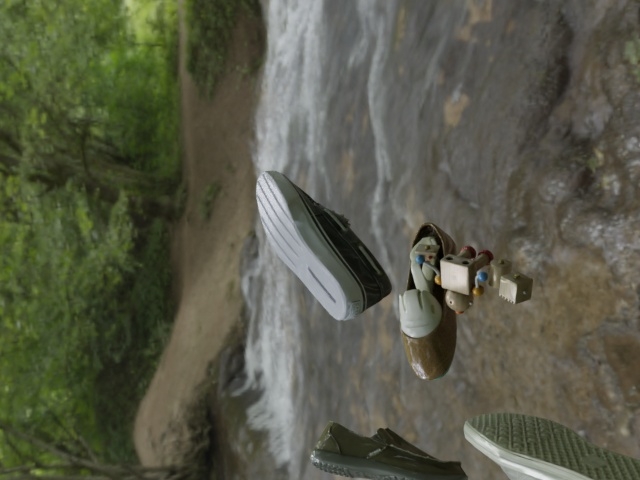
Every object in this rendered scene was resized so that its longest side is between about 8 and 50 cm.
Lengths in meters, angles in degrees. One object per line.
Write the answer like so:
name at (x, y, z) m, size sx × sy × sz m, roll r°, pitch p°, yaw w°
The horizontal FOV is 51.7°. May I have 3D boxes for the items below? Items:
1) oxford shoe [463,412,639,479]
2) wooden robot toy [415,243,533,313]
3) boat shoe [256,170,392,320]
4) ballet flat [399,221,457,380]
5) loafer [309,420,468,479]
oxford shoe at (0.397, 0.392, 1.078) m, size 0.449 × 0.169 × 0.130 m, roll 12°, pitch 109°, yaw 60°
wooden robot toy at (0.193, 0.057, 0.851) m, size 0.173 × 0.076 × 0.079 m, roll 17°, pitch 118°, yaw 41°
boat shoe at (0.000, 0.000, 1.171) m, size 0.335 × 0.119 × 0.121 m, roll 55°, pitch 144°, yaw 28°
ballet flat at (0.207, 0.100, 1.296) m, size 0.124 × 0.116 × 0.342 m, roll 53°, pitch -141°, yaw -39°
loafer at (0.111, 0.341, 1.057) m, size 0.094 × 0.251 × 0.087 m, roll 87°, pitch -165°, yaw -60°
